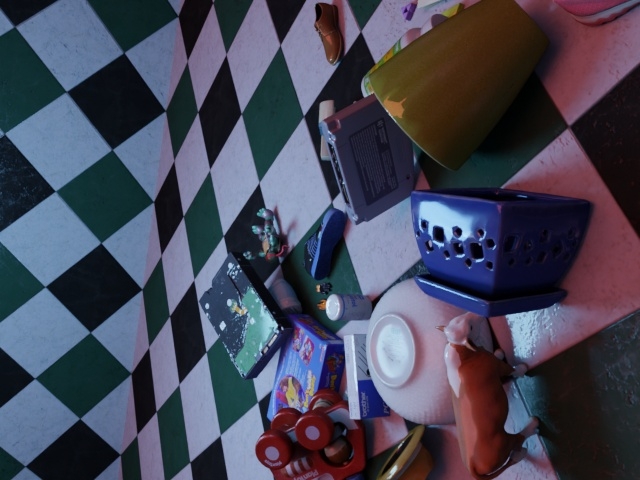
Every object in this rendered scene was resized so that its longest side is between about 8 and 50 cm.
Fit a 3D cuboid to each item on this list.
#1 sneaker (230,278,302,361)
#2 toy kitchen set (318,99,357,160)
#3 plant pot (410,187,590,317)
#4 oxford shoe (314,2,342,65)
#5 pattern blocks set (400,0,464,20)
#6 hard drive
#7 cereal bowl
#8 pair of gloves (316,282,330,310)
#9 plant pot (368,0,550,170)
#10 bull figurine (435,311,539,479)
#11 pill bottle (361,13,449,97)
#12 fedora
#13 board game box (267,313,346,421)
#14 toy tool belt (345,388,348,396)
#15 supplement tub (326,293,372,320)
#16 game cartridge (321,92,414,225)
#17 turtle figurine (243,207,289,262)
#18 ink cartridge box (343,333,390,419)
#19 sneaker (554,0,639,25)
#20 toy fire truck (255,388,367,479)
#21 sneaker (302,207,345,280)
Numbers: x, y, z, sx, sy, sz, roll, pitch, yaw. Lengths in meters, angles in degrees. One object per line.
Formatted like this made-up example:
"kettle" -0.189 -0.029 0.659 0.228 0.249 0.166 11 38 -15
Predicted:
"sneaker" -0.189 0.265 1.950 0.366 0.135 0.150 -46 47 29
"toy kitchen set" 0.081 -0.304 1.662 0.207 0.166 0.122 50 -137 -84
"plant pot" 0.321 0.016 1.100 0.236 0.236 0.211 19 108 57
"oxford shoe" 0.016 -0.629 1.793 0.076 0.076 0.212 -31 62 49
"pattern blocks set" 0.300 -0.643 1.399 0.325 0.026 0.285 -20 70 54
"hard drive" -0.242 0.233 1.857 0.339 0.064 0.236 52 119 33
"cereal bowl" 0.210 0.245 1.318 0.339 0.141 0.338 -10 78 57
"pair of gloves" 0.010 0.167 1.754 0.074 0.010 0.083 -19 68 56
"plant pot" 0.297 -0.339 1.185 0.293 0.275 0.274 -42 50 25
"bull figurine" 0.310 0.282 1.110 0.101 0.189 0.310 -16 72 55
"pill bottle" 0.219 -0.411 1.391 0.246 0.137 0.136 -38 55 48
"fedora" 0.200 0.501 1.316 0.079 0.194 0.194 38 124 11
"board game box" -0.044 0.421 1.742 0.233 0.078 0.346 28 109 55
"toy tool belt" 0.104 0.418 1.550 0.083 0.052 0.051 19 133 60
"supplement tub" 0.075 0.178 1.562 0.071 0.107 0.070 -10 79 56
"game cartridge" 0.123 -0.194 1.372 0.060 0.196 0.294 49 162 49
"turtle figurine" -0.185 0.006 1.981 0.175 0.118 0.234 -47 32 27
"ink cartridge box" 0.117 0.340 1.486 0.046 0.097 0.206 -23 66 54
"sneaker" 0.514 -0.440 0.940 0.314 0.136 0.115 -13 76 56
"toy fire truck" -0.008 0.558 1.553 0.302 0.169 0.253 -30 92 16
"sneaker" 0.000 0.000 1.726 0.090 0.082 0.232 41 121 43
